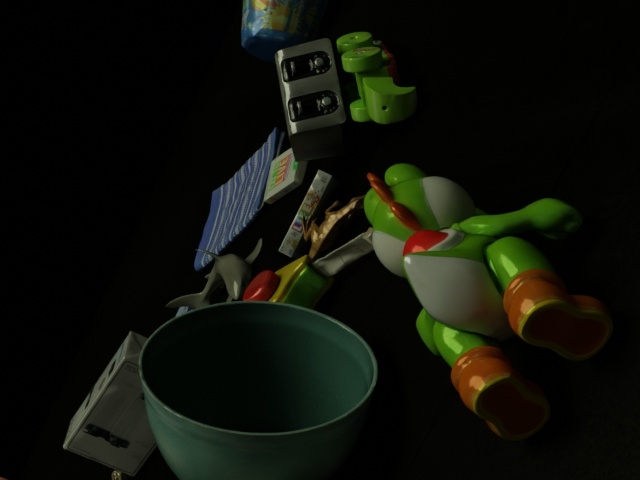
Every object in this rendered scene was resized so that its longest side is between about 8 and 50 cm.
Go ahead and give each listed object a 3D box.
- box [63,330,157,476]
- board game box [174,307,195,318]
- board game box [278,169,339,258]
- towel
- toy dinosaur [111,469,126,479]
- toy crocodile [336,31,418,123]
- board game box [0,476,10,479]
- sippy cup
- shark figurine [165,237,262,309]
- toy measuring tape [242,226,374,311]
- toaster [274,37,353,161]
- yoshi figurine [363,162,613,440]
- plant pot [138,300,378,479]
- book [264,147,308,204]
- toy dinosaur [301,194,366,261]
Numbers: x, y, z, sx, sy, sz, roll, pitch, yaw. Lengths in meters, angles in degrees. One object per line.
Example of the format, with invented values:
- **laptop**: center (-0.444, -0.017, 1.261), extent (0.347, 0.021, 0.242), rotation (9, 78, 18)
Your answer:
- **box**: center (-0.385, 0.337, 2.192), extent (0.290, 0.169, 0.087), rotation (-55, 20, 28)
- **board game box**: center (-0.316, 0.180, 2.462), extent (0.090, 0.020, 0.090), rotation (-65, 16, -5)
- **board game box**: center (-0.018, -0.042, 1.855), extent (0.154, 0.026, 0.103), rotation (-63, -9, 0)
- **towel**: center (-0.193, -0.088, 2.464), extent (0.336, 0.040, 0.243), rotation (-41, 29, 50)
- **toy dinosaur**: center (-0.308, 0.517, 1.877), extent (0.118, 0.064, 0.268), rotation (-30, 50, 22)
- **toy crocodile**: center (0.091, -0.284, 1.835), extent (0.340, 0.105, 0.115), rotation (-99, -2, -68)
- **board game box**: center (-0.423, 0.549, 1.547), extent (0.356, 0.357, 0.356), rotation (-2, 63, 51)
- **sippy cup**: center (-0.086, -0.545, 2.541), extent (0.305, 0.240, 0.224), rotation (47, -128, -68)
- **shark figurine**: center (-0.218, 0.063, 2.207), extent (0.278, 0.116, 0.166), rotation (-28, 38, 59)
- **toy measuring tape**: center (-0.025, 0.083, 1.648), extent (0.330, 0.121, 0.121), rotation (-29, 37, 45)
- **toaster**: center (-0.010, -0.241, 1.898), extent (0.185, 0.110, 0.168), rotation (75, -174, -73)
- **yoshi figurine**: center (0.168, 0.041, 1.132), extent (0.362, 0.204, 0.203), rotation (-122, 18, -54)
- **plant pot**: center (-0.082, 0.233, 1.367), extent (0.293, 0.293, 0.196), rotation (-99, 12, -61)
- **book**: center (-0.066, -0.137, 2.192), extent (0.144, 0.035, 0.096), rotation (-30, 42, 58)
- **toy dinosaur**: center (0.000, 0.000, 1.753), extent (0.211, 0.064, 0.112), rotation (-59, 19, 16)
